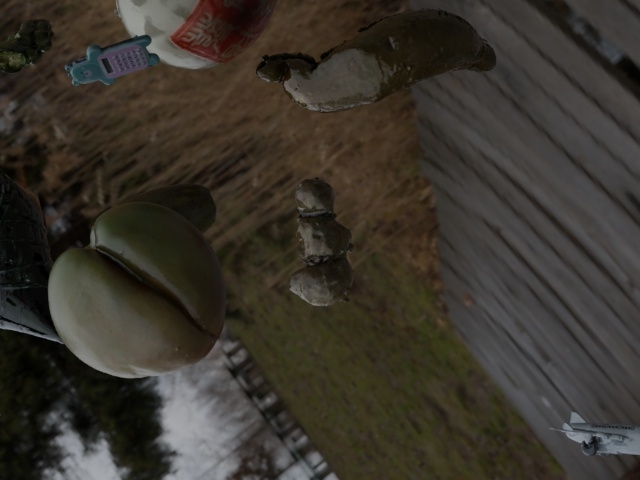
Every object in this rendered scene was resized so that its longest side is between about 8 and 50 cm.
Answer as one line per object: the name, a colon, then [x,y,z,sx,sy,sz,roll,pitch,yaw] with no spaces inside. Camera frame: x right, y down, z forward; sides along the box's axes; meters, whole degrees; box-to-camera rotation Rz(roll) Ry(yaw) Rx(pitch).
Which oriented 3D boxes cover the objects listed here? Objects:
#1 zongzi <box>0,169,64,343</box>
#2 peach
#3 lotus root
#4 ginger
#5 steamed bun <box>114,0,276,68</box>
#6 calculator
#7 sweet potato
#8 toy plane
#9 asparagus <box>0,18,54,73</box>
zongzi: [-0.625,0.053,2.122,0.362,0.384,0.319,16,176,15]
peach: [-0.294,0.089,1.721,0.292,0.292,0.247,54,148,-10]
lotus root: [-0.334,-0.048,2.210,0.123,0.241,0.124,-124,19,-59]
ginger: [0.000,0.000,1.611,0.080,0.104,0.204,97,172,-77]
steamed bun: [-0.234,-0.529,2.202,0.241,0.374,0.374,34,167,30]
calculator: [-0.320,-0.273,1.596,0.094,0.141,0.019,74,179,-63]
sweet potato: [0.080,-0.211,1.207,0.124,0.310,0.098,163,93,-75]
toy plane: [0.444,0.303,1.588,0.171,0.066,0.162,12,178,45]
asparagus: [-0.559,-0.371,1.988,0.080,0.080,0.287,55,-164,-23]
